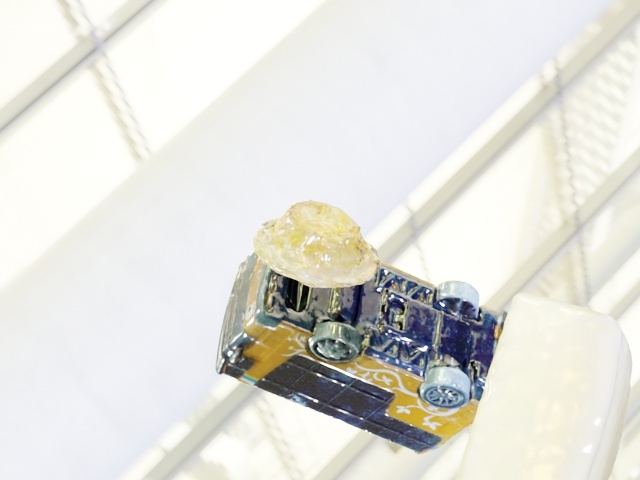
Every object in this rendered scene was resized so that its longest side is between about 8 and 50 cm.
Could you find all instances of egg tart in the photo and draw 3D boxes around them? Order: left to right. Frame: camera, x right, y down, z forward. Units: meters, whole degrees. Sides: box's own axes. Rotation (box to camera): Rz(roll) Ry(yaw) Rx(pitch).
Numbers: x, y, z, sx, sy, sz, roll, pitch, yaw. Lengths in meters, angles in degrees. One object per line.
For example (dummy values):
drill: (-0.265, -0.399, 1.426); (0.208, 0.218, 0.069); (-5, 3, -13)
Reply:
egg tart: (0.000, 0.000, 1.563); (0.128, 0.128, 0.049); (35, -58, 33)

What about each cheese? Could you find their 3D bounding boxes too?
cheese: (0.192, 0.214, 1.445); (0.123, 0.266, 0.242); (15, -20, 12)

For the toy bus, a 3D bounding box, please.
toy bus: (0.046, 0.120, 1.979); (0.323, 0.162, 0.194); (23, -37, -17)
